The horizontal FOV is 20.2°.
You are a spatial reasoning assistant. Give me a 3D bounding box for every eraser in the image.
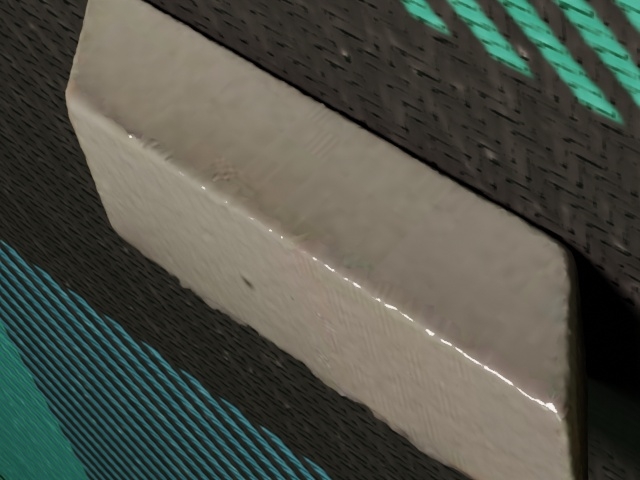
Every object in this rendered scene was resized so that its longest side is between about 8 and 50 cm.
[{"bbox_3d":[0.001,-0.001,0.836,0.352,0.077,0.111,33,153,31],"label":"eraser"}]
